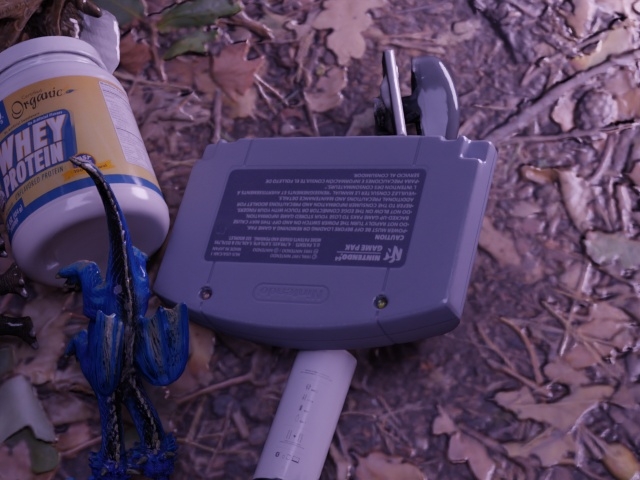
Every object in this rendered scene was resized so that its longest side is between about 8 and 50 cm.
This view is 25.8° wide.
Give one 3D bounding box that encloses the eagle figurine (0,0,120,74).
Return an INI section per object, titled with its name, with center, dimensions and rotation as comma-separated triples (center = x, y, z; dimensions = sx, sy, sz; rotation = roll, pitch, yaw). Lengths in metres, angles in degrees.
[eagle figurine]
center = -0.335, -0.288, 1.403
dimensions = 0.226, 0.225, 0.298
rotation = 4, 16, -42

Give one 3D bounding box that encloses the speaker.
[speaker]
center = -0.013, 0.156, 1.210
dimensions = 0.055, 0.055, 0.136
rotation = 15, 63, 8

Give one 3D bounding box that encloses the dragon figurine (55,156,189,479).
[dragon figurine]
center = -0.163, 0.078, 1.172
dimensions = 0.085, 0.289, 0.144
rotation = -6, 30, -26

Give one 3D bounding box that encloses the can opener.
[can opener]
center = 0.100, -0.057, 1.313
dimensions = 0.095, 0.076, 0.283
rotation = -7, 63, -2

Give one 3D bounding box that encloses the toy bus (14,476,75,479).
[toy bus]
center = -0.282, 0.241, 1.089
dimensions = 0.202, 0.104, 0.191
rotation = -23, 29, -12

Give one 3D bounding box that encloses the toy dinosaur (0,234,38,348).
[toy dinosaur]
center = -0.350, 0.049, 1.234
dimensions = 0.160, 0.121, 0.313
rotation = -21, 66, -18

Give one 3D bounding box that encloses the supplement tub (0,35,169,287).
[supplement tub]
center = -0.232, -0.073, 1.282
dimensions = 0.144, 0.144, 0.199
rotation = -18, 63, -9

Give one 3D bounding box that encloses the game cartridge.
[game cartridge]
center = 0.000, 0.000, 1.238
dimensions = 0.294, 0.060, 0.196
rotation = 2, 58, 28
